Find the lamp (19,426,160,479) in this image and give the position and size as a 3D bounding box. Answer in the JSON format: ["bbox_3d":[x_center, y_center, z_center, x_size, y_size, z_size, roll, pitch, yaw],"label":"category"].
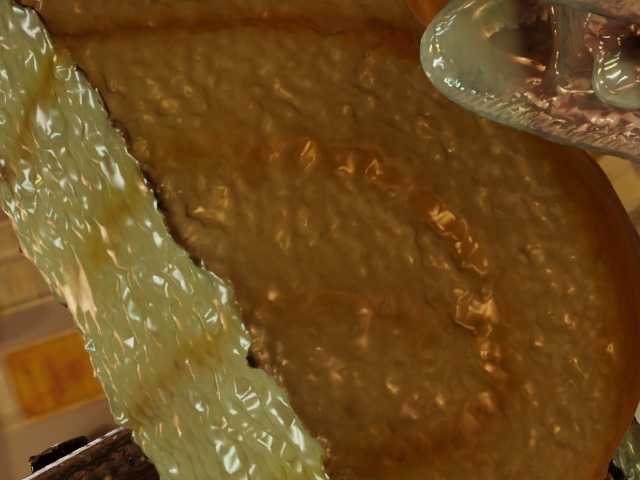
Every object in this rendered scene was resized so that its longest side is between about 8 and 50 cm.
[{"bbox_3d":[-0.170,0.271,1.118,0.374,0.272,0.205,-122,11,-70],"label":"lamp"}]

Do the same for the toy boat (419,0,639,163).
[{"bbox_3d":[0.140,-0.045,0.365,0.155,0.227,0.085,89,-173,-72],"label":"toy boat"}]

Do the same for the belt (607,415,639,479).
[{"bbox_3d":[0.176,0.161,0.957,0.151,0.121,0.079,45,162,31],"label":"belt"}]

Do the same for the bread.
[{"bbox_3d":[0.000,-0.009,0.759,0.395,0.264,0.239,60,156,6],"label":"bread"}]
